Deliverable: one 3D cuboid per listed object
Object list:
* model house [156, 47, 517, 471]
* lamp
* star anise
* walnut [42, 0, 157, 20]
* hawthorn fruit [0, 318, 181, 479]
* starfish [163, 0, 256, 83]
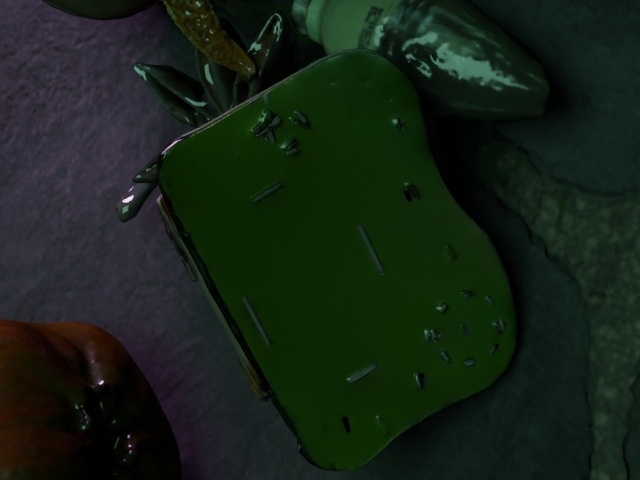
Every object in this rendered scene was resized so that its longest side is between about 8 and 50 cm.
[{"bbox_3d":[0.000,0.001,1.525,0.207,0.154,0.294,-31,111,-12],"label":"model house"},{"bbox_3d":[0.077,-0.149,1.530,0.250,0.101,0.101,23,98,32],"label":"lamp"},{"bbox_3d":[-0.068,-0.084,1.616,0.231,0.089,0.209,-1,99,30],"label":"star anise"},{"bbox_3d":[-0.175,-0.286,1.630,0.224,0.224,0.224,-2,86,29],"label":"walnut"},{"bbox_3d":[-0.275,0.204,1.615,0.301,0.267,0.268,-33,72,26],"label":"hawthorn fruit"},{"bbox_3d":[-0.122,-0.297,1.459,0.301,0.084,0.293,32,119,1],"label":"starfish"}]
